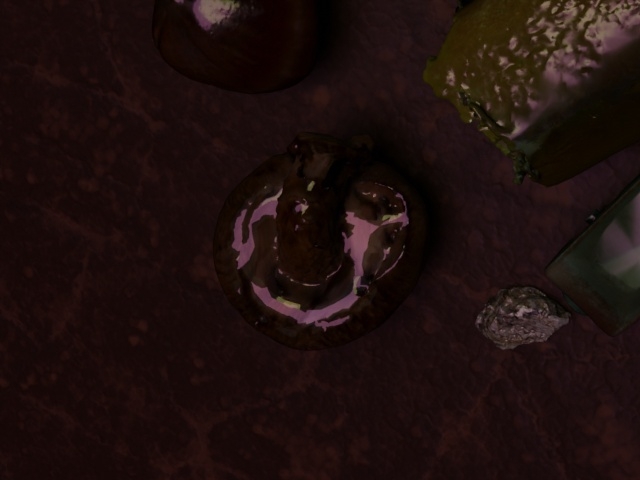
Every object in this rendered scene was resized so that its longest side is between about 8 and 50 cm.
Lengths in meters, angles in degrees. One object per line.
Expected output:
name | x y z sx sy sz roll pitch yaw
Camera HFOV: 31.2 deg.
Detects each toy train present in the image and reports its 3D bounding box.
toy train | 0.381 -0.019 1.266 0.129 0.159 0.326 47 122 8

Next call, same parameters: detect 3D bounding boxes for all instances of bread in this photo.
bread | 0.305 -0.226 1.217 0.376 0.208 0.251 -31 96 27

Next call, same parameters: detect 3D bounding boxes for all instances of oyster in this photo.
oyster | 0.249 0.104 1.439 0.098 0.037 0.100 37 119 12

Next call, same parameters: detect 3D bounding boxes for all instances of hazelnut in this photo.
hazelnut | -0.100 -0.294 1.383 0.229 0.229 0.229 8 110 24

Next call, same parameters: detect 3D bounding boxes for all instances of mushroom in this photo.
mushroom | 0.005 -0.011 1.431 0.263 0.195 0.283 22 132 10
